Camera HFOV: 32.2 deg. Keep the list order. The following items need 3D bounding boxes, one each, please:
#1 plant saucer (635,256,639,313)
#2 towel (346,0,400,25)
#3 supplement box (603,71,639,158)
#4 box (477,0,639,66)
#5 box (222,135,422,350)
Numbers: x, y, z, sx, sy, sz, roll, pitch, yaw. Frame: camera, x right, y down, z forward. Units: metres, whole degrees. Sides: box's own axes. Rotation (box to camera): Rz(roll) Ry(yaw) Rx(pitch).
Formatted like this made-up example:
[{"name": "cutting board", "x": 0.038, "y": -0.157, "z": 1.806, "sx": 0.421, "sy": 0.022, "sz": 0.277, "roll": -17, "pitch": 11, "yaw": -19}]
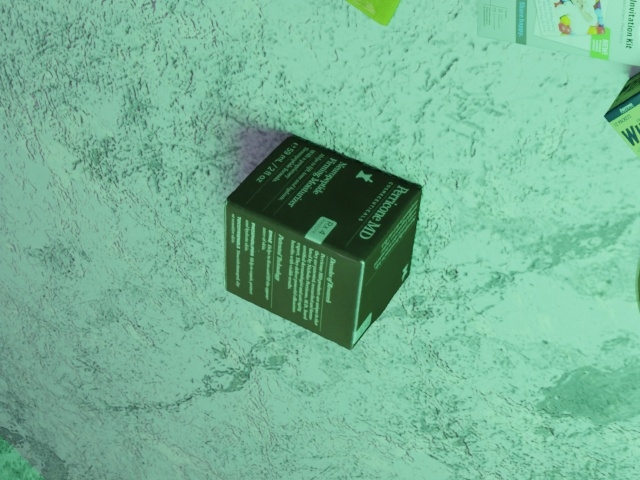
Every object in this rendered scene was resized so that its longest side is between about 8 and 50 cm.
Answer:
[{"name": "plant saucer", "x": 0.504, "y": 0.066, "z": 1.208, "sx": 0.311, "sy": 0.050, "sz": 0.310, "roll": 21, "pitch": 133, "yaw": 24}, {"name": "towel", "x": 0.074, "y": -0.341, "z": 1.199, "sx": 0.102, "sy": 0.021, "sz": 0.237, "roll": 37, "pitch": 140, "yaw": 6}, {"name": "supplement box", "x": 0.349, "y": -0.129, "z": 1.132, "sx": 0.083, "sy": 0.083, "sz": 0.056, "roll": 47, "pitch": 138, "yaw": -7}, {"name": "box", "x": 0.251, "y": -0.261, "z": 1.124, "sx": 0.186, "sy": 0.038, "sz": 0.145, "roll": 16, "pitch": 134, "yaw": 24}, {"name": "box", "x": 0.000, "y": 0.000, "z": 1.450, "sx": 0.203, "sy": 0.168, "sz": 0.167, "roll": 23, "pitch": 136, "yaw": 19}]
